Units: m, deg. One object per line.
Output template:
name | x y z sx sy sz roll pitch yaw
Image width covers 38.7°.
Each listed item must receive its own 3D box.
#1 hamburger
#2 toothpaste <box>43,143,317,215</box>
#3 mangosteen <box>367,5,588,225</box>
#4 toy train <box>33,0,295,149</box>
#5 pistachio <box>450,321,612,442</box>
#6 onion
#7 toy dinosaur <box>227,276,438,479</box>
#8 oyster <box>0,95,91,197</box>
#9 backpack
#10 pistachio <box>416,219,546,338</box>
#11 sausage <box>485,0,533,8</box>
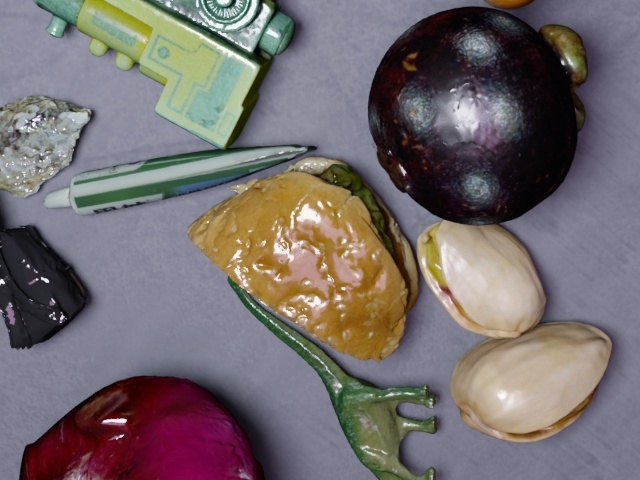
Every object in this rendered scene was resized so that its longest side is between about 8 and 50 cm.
hamburger | 0.002 -0.003 1.234 0.330 0.162 0.209 31 104 1
toothpaste | -0.199 -0.089 1.266 0.392 0.099 0.061 -10 95 9
mangosteen | 0.202 -0.160 1.137 0.288 0.288 0.288 1 102 3
toy train | -0.224 -0.304 1.193 0.369 0.150 0.237 29 108 -2
pistachio | 0.297 0.195 1.277 0.229 0.157 0.157 -22 101 -5
onion | -0.193 0.378 1.280 0.420 0.398 0.398 5 107 -42
toy dinosaur | 0.018 0.257 1.336 0.301 0.087 0.447 1 107 15
oyster | -0.407 -0.139 1.277 0.125 0.064 0.177 36 104 -9
backpack | -0.411 0.060 1.299 0.120 0.106 0.165 -31 82 31
pistachio | 0.222 0.049 1.262 0.200 0.117 0.145 46 63 0
sausage | 0.228 -0.327 1.109 0.098 0.238 0.098 2 104 6
